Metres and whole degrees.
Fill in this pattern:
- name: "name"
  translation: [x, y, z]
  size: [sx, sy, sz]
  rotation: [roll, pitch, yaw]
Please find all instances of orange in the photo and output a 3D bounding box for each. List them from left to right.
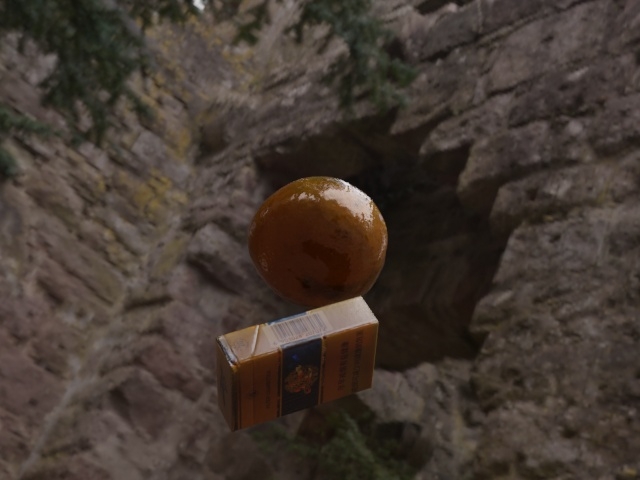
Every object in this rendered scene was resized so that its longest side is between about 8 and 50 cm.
- name: "orange"
  translation: [0.000, 0.000, 1.671]
  size: [0.240, 0.171, 0.240]
  rotation: [11, -49, 13]

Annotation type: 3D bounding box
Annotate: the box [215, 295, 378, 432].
- name: "box"
  translation: [-0.035, 0.185, 1.523]
  size: [0.237, 0.070, 0.152]
  rotation: [-14, -46, -18]
